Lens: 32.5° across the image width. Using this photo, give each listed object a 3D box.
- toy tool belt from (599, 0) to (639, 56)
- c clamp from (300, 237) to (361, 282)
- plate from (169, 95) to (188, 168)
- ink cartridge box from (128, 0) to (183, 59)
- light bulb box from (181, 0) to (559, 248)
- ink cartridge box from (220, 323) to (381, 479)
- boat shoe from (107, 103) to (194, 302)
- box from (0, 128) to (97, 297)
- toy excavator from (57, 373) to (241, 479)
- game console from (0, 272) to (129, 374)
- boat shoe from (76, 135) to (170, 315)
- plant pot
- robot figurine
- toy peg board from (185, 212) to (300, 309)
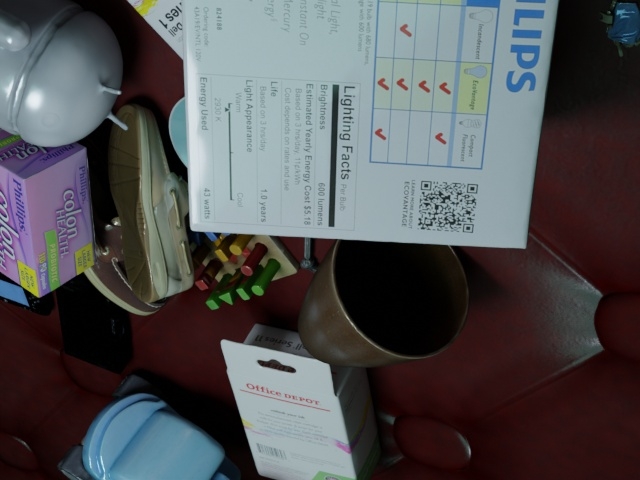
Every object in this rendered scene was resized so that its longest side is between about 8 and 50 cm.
[{"bbox_3d":[0.332,-0.248,1.198,0.052,0.051,0.083,7,132,24],"label":"toy tool belt"},{"bbox_3d":[0.000,0.000,1.649,0.137,0.022,0.161,8,134,14],"label":"c clamp"},{"bbox_3d":[-0.131,-0.142,1.583,0.188,0.024,0.188,15,135,16],"label":"plate"},{"bbox_3d":[-0.157,-0.364,1.316,0.278,0.117,0.201,46,136,-18],"label":"ink cartridge box"},{"bbox_3d":[0.050,-0.200,1.156,0.361,0.225,0.358,3,119,3],"label":"light bulb box"},{"bbox_3d":[-0.027,0.266,1.841,0.207,0.119,0.353,10,135,23],"label":"ink cartridge box"},{"bbox_3d":[-0.247,-0.060,1.654,0.109,0.098,0.302,14,114,52],"label":"boat shoe"},{"bbox_3d":[-0.464,-0.072,1.633,0.243,0.117,0.214,27,133,27],"label":"box"},{"bbox_3d":[-0.205,0.452,1.947,0.433,0.222,0.445,46,156,-18],"label":"toy excavator"},{"bbox_3d":[-0.519,0.117,2.037,0.361,0.044,0.213,19,137,14],"label":"game console"},{"bbox_3d":[-0.321,-0.025,1.736,0.123,0.123,0.342,-9,119,37],"label":"boat shoe"},{"bbox_3d":[0.061,0.097,1.584,0.215,0.215,0.230,39,146,-9],"label":"plant pot"},{"bbox_3d":[-0.422,-0.258,1.505,0.353,0.200,0.300,28,175,3],"label":"robot figurine"},{"bbox_3d":[-0.148,0.027,1.712,0.161,0.079,0.161,-19,119,40],"label":"toy peg board"}]
